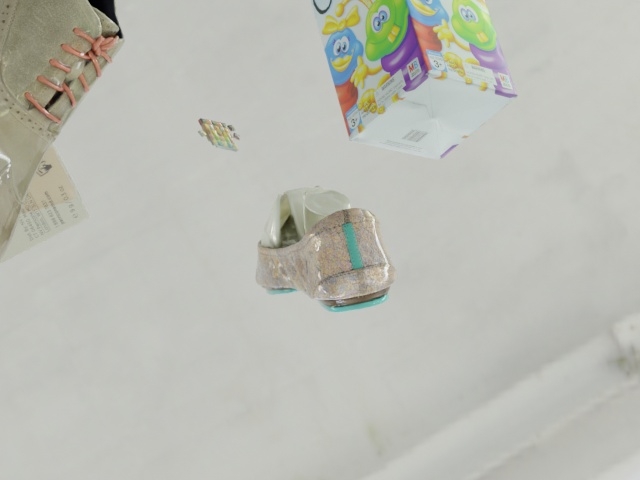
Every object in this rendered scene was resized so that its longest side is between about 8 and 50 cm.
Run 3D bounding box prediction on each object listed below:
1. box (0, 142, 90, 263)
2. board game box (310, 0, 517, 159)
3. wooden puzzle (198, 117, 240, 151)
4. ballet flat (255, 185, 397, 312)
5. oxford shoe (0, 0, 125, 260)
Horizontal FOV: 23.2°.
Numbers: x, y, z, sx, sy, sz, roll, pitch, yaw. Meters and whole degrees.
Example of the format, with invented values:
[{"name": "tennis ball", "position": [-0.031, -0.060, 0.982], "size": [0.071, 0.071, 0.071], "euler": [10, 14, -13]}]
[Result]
[{"name": "box", "position": [-0.392, -0.027, 1.453], "size": [0.311, 0.121, 0.148], "euler": [-29, -137, -9]}, {"name": "board game box", "position": [0.096, -0.254, 1.793], "size": [0.142, 0.144, 0.275], "euler": [-39, -125, 40]}, {"name": "wooden puzzle", "position": [-0.140, -0.145, 2.149], "size": [0.006, 0.083, 0.049], "euler": [-45, -123, 28]}, {"name": "ballet flat", "position": [0.000, 0.000, 1.500], "size": [0.107, 0.106, 0.316], "euler": [-16, -174, -16]}, {"name": "oxford shoe", "position": [-0.222, -0.135, 1.175], "size": [0.130, 0.123, 0.348], "euler": [1, -108, 20]}]
